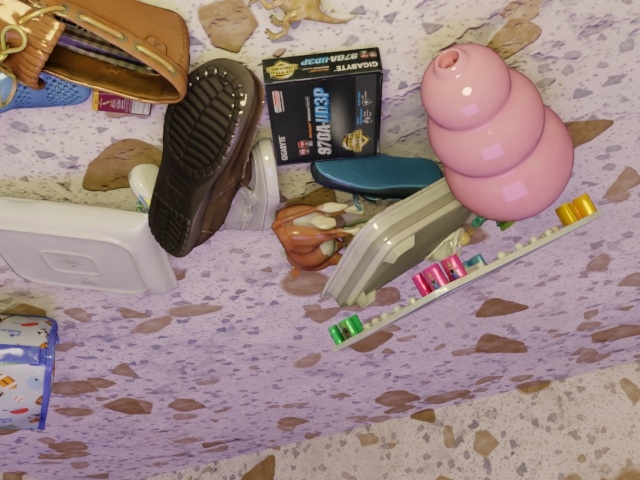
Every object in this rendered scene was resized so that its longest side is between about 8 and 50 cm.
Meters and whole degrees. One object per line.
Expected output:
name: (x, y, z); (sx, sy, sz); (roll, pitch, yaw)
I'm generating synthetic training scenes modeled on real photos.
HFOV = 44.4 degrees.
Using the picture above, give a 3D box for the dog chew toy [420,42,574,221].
dog chew toy: (0.260, -0.171, 1.201); (0.206, 0.207, 0.332); (-20, 141, 23)

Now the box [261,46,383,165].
box: (0.006, -0.204, 1.224); (0.175, 0.051, 0.220); (-6, 153, -2)

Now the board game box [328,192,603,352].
board game box: (0.241, 0.062, 1.388); (0.390, 0.050, 0.390); (-22, 170, -30)

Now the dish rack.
dish rack: (0.169, 0.000, 1.439); (0.332, 0.072, 0.286); (-30, 161, -33)

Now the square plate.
square plate: (-0.458, 0.024, 1.467); (0.347, 0.049, 0.344); (7, 155, 1)

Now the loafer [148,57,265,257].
loafer: (-0.171, -0.135, 1.230); (0.130, 0.134, 0.366); (-29, 158, -46)

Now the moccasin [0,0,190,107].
moccasin: (-0.346, -0.246, 0.963); (0.380, 0.147, 0.139); (13, 146, -33)

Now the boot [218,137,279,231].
boot: (-0.141, -0.083, 1.369); (0.123, 0.095, 0.258); (-8, 153, -10)

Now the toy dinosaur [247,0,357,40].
toy dinosaur: (-0.032, -0.303, 1.029); (0.092, 0.053, 0.183); (-28, 146, 32)

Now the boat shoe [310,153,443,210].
boat shoe: (0.097, -0.097, 1.386); (0.258, 0.109, 0.089); (9, 145, -23)

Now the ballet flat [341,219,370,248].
ballet flat: (0.138, -0.019, 1.582); (0.206, 0.067, 0.073); (-21, 149, 25)

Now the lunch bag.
lunch bag: (-0.770, 0.288, 1.784); (0.327, 0.239, 0.385); (5, 157, -18)

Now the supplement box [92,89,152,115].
supplement box: (-0.285, -0.217, 1.131); (0.083, 0.055, 0.043); (2, 151, -17)

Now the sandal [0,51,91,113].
sandal: (-0.467, -0.196, 1.046); (0.317, 0.138, 0.126); (-4, 150, -9)

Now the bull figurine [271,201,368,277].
bull figurine: (0.000, 0.000, 1.493); (0.188, 0.101, 0.310); (-8, 168, 5)

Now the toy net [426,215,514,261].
toy net: (0.298, -0.023, 1.458); (0.232, 0.045, 0.122); (-34, 164, -19)

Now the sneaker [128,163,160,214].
sneaker: (-0.298, -0.052, 1.400); (0.126, 0.091, 0.240); (-15, 152, 17)
